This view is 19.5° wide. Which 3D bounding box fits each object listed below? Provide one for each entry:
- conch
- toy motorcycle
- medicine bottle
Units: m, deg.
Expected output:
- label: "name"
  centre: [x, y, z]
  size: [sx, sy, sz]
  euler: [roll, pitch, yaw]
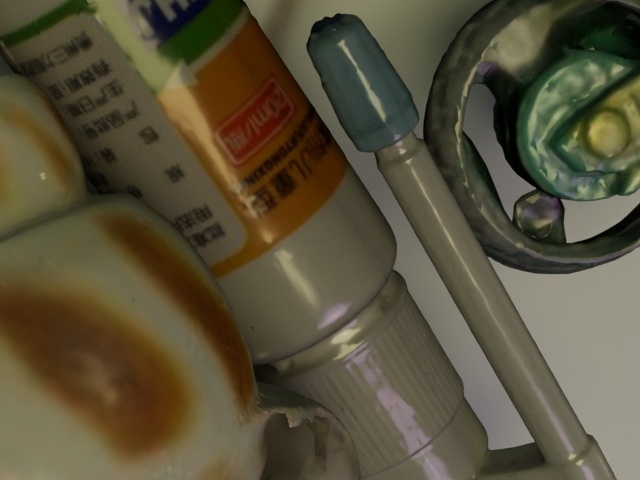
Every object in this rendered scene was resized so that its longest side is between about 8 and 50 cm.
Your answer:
- label: "conch"
  centre: [-0.082, 0.070, 0.467]
  size: [0.182, 0.148, 0.275]
  euler: [-19, 121, -56]
- label: "toy motorcycle"
  centre: [0.147, -0.111, 0.514]
  size: [0.296, 0.109, 0.198]
  euler: [-29, 106, -9]
- label: "medicine bottle"
  centre: [0.000, 0.000, 0.509]
  size: [0.221, 0.092, 0.061]
  euler: [56, 41, -19]
